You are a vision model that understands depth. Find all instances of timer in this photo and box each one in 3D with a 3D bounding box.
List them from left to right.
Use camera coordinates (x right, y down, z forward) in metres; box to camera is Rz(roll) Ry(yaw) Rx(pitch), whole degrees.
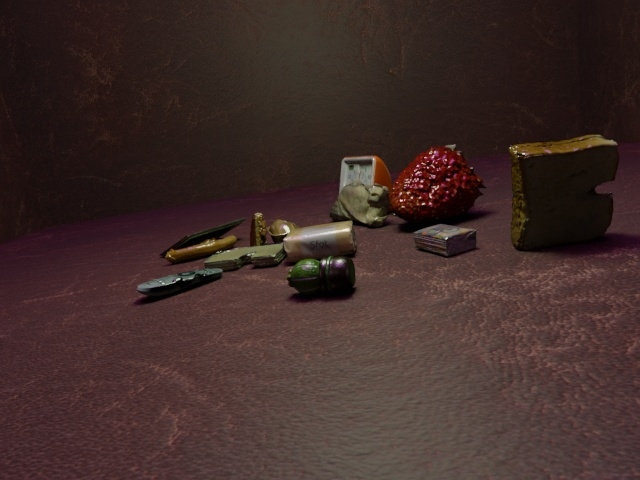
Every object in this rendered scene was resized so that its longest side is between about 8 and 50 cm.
[{"bbox_3d":[0.186,-0.235,2.047,0.161,0.250,0.257,-15,14,-26],"label":"timer"}]

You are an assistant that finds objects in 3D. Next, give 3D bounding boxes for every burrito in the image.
[{"bbox_3d":[0.156,-0.150,1.894,0.107,0.175,0.347,13,0,-30],"label":"burrito"}]

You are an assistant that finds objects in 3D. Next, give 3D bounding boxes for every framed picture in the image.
[{"bbox_3d":[-0.460,-0.012,1.905,0.231,0.018,0.293,-26,-2,44],"label":"framed picture"}]

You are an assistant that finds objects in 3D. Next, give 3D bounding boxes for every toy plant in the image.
[{"bbox_3d":[-0.001,0.085,1.164,0.162,0.093,0.093,-9,13,15],"label":"toy plant"}]

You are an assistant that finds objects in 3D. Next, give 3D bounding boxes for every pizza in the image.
[{"bbox_3d":[-0.440,0.028,1.788,0.271,0.056,0.134,-15,14,-20],"label":"pizza"},{"bbox_3d":[-0.221,-0.016,1.732,0.046,0.134,0.175,-5,-28,-19],"label":"pizza"}]

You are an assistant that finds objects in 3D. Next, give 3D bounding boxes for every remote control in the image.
[{"bbox_3d":[-0.402,0.119,1.400,0.256,0.045,0.097,-14,15,-35],"label":"remote control"}]

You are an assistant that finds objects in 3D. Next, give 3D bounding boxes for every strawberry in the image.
[{"bbox_3d":[0.383,-0.179,1.729,0.343,0.292,0.292,-27,16,-11],"label":"strawberry"}]

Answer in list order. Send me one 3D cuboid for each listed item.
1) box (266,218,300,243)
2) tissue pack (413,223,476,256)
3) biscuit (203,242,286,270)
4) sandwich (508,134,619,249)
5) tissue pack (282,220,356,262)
[{"bbox_3d":[-0.131,-0.026,1.702,0.111,0.111,0.177,-12,13,-13],"label":"box"},{"bbox_3d":[0.351,-0.005,1.367,0.108,0.060,0.148,-13,14,-23],"label":"tissue pack"},{"bbox_3d":[-0.236,0.053,1.557,0.249,0.046,0.147,-6,15,11],"label":"biscuit"},{"bbox_3d":[0.608,-0.120,1.215,0.248,0.273,0.095,-9,27,6],"label":"sandwich"},{"bbox_3d":[0.000,0.000,1.524,0.222,0.090,0.186,-7,11,8],"label":"tissue pack"}]
